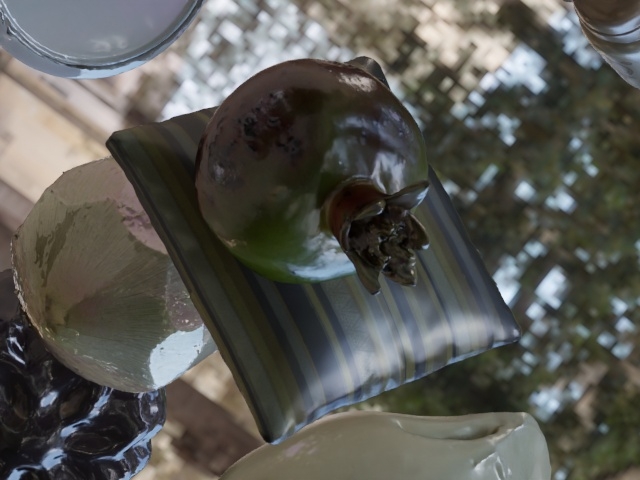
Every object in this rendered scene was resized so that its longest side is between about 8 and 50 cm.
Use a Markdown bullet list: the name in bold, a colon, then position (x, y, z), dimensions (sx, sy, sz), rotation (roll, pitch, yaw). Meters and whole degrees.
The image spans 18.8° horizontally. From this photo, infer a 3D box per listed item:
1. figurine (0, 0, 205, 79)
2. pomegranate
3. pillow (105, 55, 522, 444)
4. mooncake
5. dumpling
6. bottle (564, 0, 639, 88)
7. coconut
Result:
- **figurine**: position (-0.134, -0.159, 0.934), dimensions (0.132, 0.132, 0.154), rotation (-53, -144, -1)
- **pomegranate**: position (-0.005, -0.032, 1.040), dimensions (0.129, 0.129, 0.159), rotation (-50, -167, 10)
- **pillow**: position (0.000, 0.000, 1.173), dimensions (0.212, 0.208, 0.052), rotation (-20, 168, -37)
- **mooncake**: position (-0.300, 0.169, 2.005), dimensions (0.283, 0.283, 0.141), rotation (-45, -152, 24)
- **dumpling**: position (0.031, 0.310, 1.661), dimensions (0.395, 0.315, 0.233), rotation (-16, -167, -10)
- **bottle**: position (0.291, -0.202, 1.740), dimensions (0.110, 0.209, 0.097), rotation (6, -96, 22)
- **coconut**: position (-0.133, 0.019, 1.320), dimensions (0.171, 0.171, 0.183), rotation (-39, 170, 38)
